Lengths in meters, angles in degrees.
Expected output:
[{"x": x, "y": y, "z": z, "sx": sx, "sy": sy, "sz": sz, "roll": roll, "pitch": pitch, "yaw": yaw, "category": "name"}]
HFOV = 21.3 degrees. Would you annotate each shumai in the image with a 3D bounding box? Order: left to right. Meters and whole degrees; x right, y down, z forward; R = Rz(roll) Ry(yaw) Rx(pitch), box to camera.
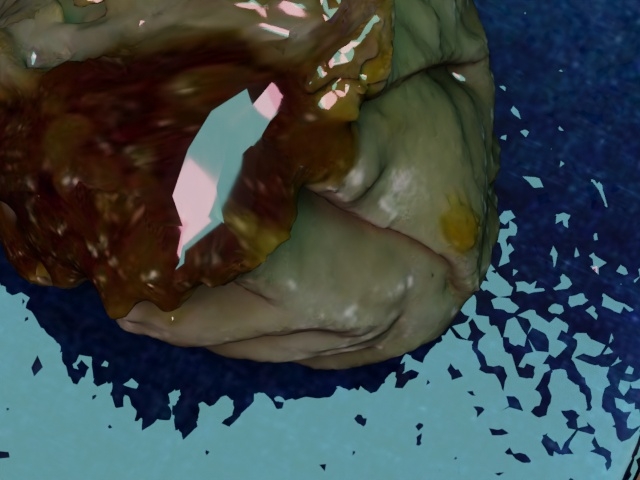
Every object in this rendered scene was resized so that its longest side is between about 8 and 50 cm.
[{"x": -0.022, "y": -0.057, "z": 0.492, "sx": 0.184, "sy": 0.142, "sz": 0.184, "roll": 1, "pitch": 80, "yaw": -4, "category": "shumai"}]

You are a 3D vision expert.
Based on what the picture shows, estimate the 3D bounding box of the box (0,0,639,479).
[{"x": 0.000, "y": 0.000, "z": 0.607, "sx": 0.261, "sy": 0.116, "sz": 0.279, "roll": 28, "pitch": 78, "yaw": 4, "category": "box"}]
